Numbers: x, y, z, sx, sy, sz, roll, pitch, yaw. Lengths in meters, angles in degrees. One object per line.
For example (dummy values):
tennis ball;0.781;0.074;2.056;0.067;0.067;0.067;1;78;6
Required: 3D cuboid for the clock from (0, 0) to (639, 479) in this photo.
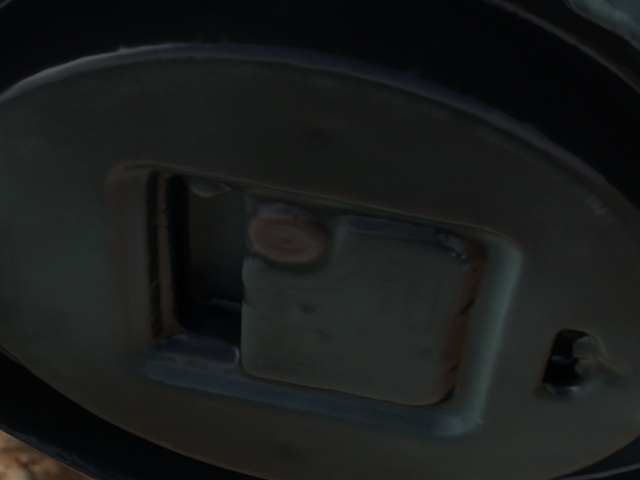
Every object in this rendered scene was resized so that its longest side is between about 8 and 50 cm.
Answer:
clock;0.000;0.000;0.512;0.325;0.325;0.067;2;54;17
